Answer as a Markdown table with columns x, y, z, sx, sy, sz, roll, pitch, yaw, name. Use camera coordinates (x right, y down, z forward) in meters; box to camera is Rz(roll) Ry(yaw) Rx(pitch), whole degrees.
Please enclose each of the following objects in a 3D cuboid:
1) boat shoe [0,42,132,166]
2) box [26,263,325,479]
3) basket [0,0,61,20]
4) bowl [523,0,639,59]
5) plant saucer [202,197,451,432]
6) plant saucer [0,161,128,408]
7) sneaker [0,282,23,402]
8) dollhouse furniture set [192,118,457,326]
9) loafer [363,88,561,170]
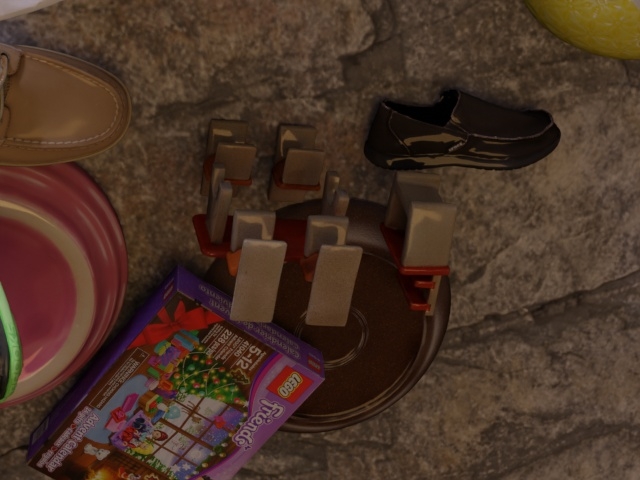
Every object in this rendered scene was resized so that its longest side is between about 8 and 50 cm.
| x | y | z | sx | sy | sz | roll | pitch | yaw | name |
| --- | --- | --- | --- | --- | --- | --- | --- | --- | --- |
| -0.347 | -0.139 | 1.495 | 0.341 | 0.110 | 0.121 | 5 | 88 | -16 | boat shoe |
| -0.163 | 0.187 | 1.730 | 0.201 | 0.057 | 0.293 | 32 | 114 | -21 | box |
| -0.206 | -0.406 | 1.252 | 0.328 | 0.266 | 0.331 | -15 | 131 | 22 | basket |
| 0.355 | -0.305 | 1.599 | 0.290 | 0.156 | 0.289 | -7 | 118 | -13 | bowl |
| 0.007 | 0.100 | 1.776 | 0.311 | 0.050 | 0.310 | -6 | 118 | -11 | plant saucer |
| -0.364 | 0.048 | 1.625 | 0.332 | 0.084 | 0.332 | -6 | 117 | -13 | plant saucer |
| -0.486 | 0.012 | 1.417 | 0.483 | 0.202 | 0.185 | 37 | 133 | 1 | sneaker |
| 0.000 | 0.000 | 1.593 | 0.259 | 0.262 | 0.135 | 3 | 119 | -14 | dollhouse furniture set |
| 0.158 | -0.123 | 1.681 | 0.220 | 0.080 | 0.078 | -6 | 118 | -13 | loafer |
